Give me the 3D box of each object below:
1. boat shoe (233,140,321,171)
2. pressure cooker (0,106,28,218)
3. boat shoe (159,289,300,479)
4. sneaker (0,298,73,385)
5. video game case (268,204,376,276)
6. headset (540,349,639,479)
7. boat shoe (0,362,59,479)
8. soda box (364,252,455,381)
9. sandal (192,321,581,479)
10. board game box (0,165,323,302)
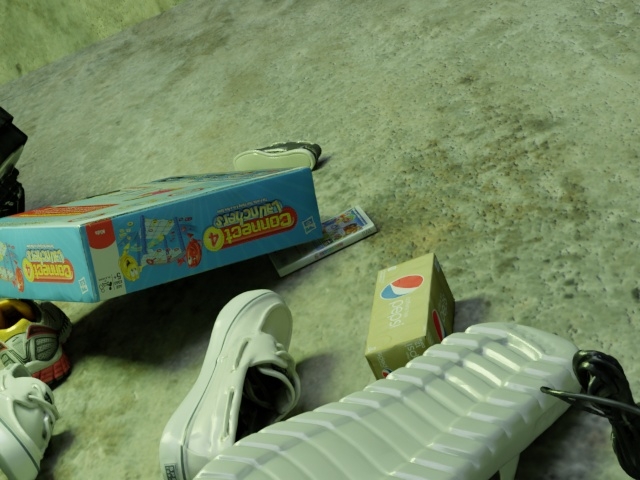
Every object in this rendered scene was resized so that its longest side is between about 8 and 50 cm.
[{"bbox_3d":[-0.056,-0.109,2.226,0.125,0.046,0.038,-8,25,32],"label":"boat shoe"},{"bbox_3d":[-0.608,-0.088,2.318,0.370,0.420,0.375,-55,8,-20],"label":"pressure cooker"},{"bbox_3d":[-0.063,0.133,1.552,0.088,0.096,0.267,-10,25,25],"label":"boat shoe"},{"bbox_3d":[-0.342,0.098,1.965,0.088,0.093,0.225,-27,19,-6],"label":"sneaker"},{"bbox_3d":[0.000,0.000,1.935,0.122,0.011,0.087,-26,19,-3],"label":"video game case"},{"bbox_3d":[0.237,0.202,1.029,0.243,0.185,0.394,-27,35,4],"label":"headset"},{"bbox_3d":[-0.315,0.176,1.731,0.084,0.095,0.258,-33,22,-10],"label":"boat shoe"},{"bbox_3d":[0.085,0.080,1.564,0.061,0.058,0.181,-19,20,14],"label":"soda box"},{"bbox_3d":[0.068,0.182,1.286,0.416,0.102,0.169,-24,30,-39],"label":"sandal"},{"bbox_3d":[-0.208,-0.009,1.941,0.302,0.086,0.308,-16,9,-33],"label":"board game box"}]
